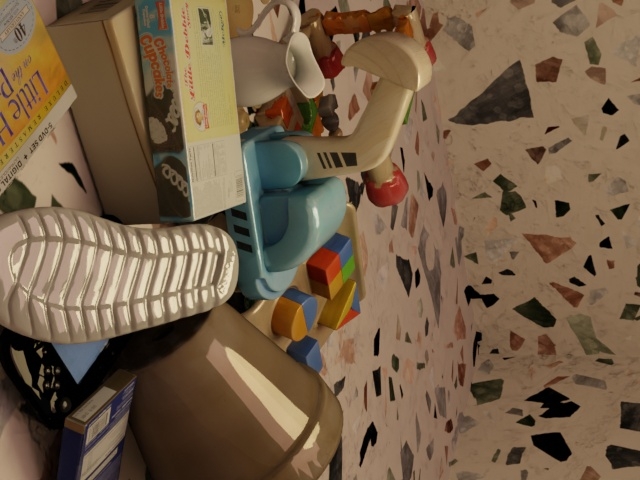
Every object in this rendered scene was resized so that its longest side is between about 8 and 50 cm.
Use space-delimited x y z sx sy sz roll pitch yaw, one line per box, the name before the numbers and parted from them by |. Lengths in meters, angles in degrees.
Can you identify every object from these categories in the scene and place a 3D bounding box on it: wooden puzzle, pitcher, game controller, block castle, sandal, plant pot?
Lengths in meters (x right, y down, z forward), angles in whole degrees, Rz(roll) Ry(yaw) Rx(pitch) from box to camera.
wooden puzzle | -0.014 0.140 1.922 0.348 0.080 0.322 -48 149 -29
pitcher | -0.108 -0.328 1.732 0.125 0.207 0.177 -23 108 -51
game controller | -0.326 0.103 1.351 0.319 0.067 0.166 -65 147 -51
block castle | 0.059 -0.274 2.062 0.213 0.303 0.453 65 32 -49
sandal | -0.287 0.049 1.299 0.416 0.102 0.169 5 86 -45
plant pot | -0.167 0.235 1.494 0.280 0.323 0.323 59 32 -24

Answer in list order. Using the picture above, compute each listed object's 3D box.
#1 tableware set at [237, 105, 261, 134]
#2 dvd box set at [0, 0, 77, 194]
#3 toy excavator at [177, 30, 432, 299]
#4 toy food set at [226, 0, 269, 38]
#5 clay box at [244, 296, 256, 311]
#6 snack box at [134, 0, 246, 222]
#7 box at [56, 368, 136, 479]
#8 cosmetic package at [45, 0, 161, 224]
tableware set | -0.154 -0.285 1.896 0.141 0.020 0.168 66 32 -44
dvd box set | -0.436 -0.250 1.083 0.307 0.062 0.420 -68 149 -46
toy excavator | -0.024 -0.111 1.626 0.222 0.445 0.433 -43 129 -64
toy food set | -0.170 -0.431 1.848 0.132 0.038 0.192 58 47 -45
clay box | -0.086 0.129 2.005 0.222 0.053 0.127 59 36 -54
snack box | -0.185 -0.198 1.434 0.187 0.060 0.322 -28 114 -68
box | -0.313 0.303 1.348 0.136 0.036 0.225 -48 154 -61
cosmetic package | -0.274 -0.193 1.441 0.160 0.113 0.309 -60 142 -55
